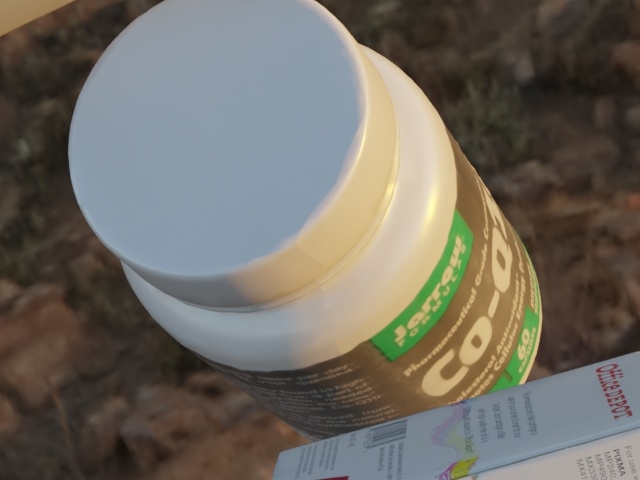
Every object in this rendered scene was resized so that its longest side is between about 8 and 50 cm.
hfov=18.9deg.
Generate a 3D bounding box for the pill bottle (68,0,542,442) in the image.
[{"bbox_3d":[0.000,0.000,1.159,0.204,0.361,0.204,-7,69,17],"label":"pill bottle"}]

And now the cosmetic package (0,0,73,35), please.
[{"bbox_3d":[-0.244,-0.229,1.106,0.453,0.230,0.161,-23,-4,20],"label":"cosmetic package"}]

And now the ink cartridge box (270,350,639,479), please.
[{"bbox_3d":[0.069,0.114,0.814,0.175,0.072,0.127,-16,7,6],"label":"ink cartridge box"}]
